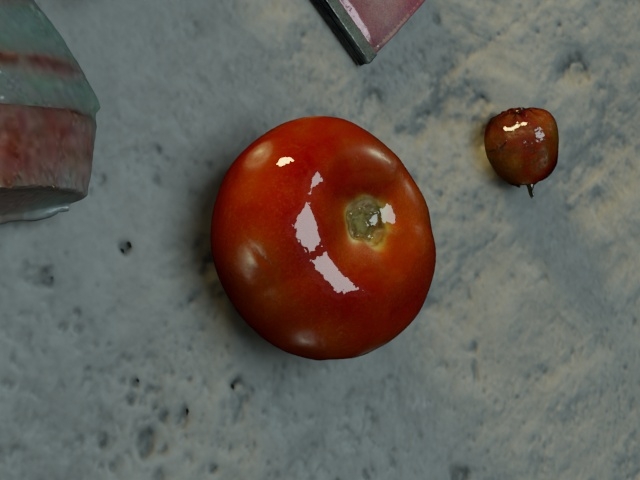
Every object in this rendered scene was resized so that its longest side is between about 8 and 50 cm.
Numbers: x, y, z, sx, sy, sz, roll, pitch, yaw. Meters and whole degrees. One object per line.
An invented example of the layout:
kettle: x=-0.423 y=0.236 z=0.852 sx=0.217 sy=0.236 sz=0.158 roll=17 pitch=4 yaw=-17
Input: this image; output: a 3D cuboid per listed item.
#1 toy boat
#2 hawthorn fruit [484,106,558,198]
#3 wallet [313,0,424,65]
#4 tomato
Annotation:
toy boat: x=-0.263 y=-0.152 z=1.170 sx=0.206 sy=0.096 sz=0.282 roll=-11 pitch=77 yaw=-42
hawthorn fruit: x=0.188 y=-0.087 z=1.500 sx=0.077 sy=0.077 sz=0.077 roll=7 pitch=79 yaw=-37
wallet: x=0.006 y=-0.279 z=1.418 sx=0.232 sy=0.025 sz=0.119 roll=53 pitch=56 yaw=-20
tomato: x=0.000 y=0.000 z=1.299 sx=0.195 sy=0.136 sz=0.195 roll=9 pitch=75 yaw=-35
